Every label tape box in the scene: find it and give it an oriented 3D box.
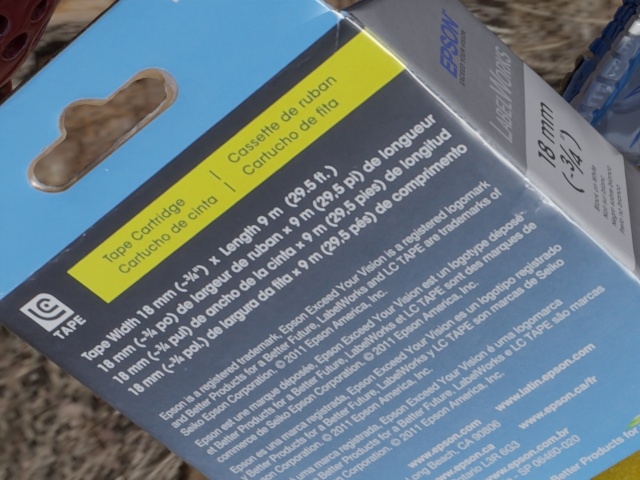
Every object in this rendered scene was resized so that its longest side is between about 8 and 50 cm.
[{"bbox_3d":[0.000,0.000,0.918,0.240,0.106,0.334,-36,116,28],"label":"label tape box"}]

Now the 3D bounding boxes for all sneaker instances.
[{"bbox_3d":[0.230,-0.130,1.274,0.083,0.071,0.190,28,113,-14],"label":"sneaker"}]

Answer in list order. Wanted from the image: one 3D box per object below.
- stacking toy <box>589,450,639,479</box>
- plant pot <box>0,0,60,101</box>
[{"bbox_3d":[0.228,0.153,1.123,0.480,0.350,0.350,18,100,15],"label":"stacking toy"},{"bbox_3d":[-0.248,-0.154,1.169,0.191,0.191,0.174,28,124,8],"label":"plant pot"}]
